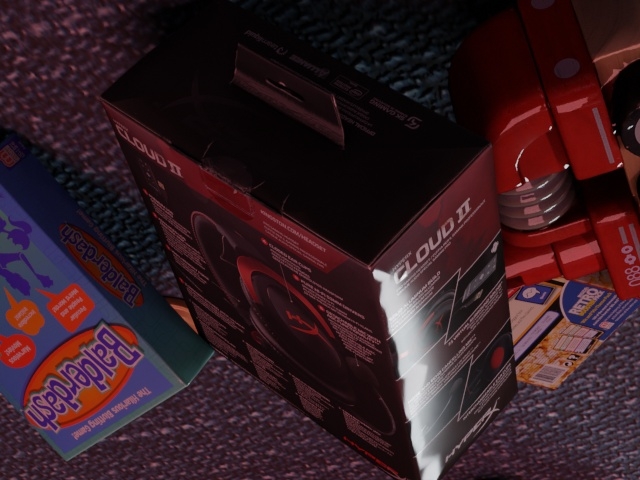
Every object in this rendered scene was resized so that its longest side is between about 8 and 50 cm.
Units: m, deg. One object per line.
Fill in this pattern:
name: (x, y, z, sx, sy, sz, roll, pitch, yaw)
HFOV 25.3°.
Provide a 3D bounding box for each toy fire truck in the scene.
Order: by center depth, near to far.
toy fire truck: (0.117, -0.051, 0.888, 0.246, 0.158, 0.217, -19, 139, 11)

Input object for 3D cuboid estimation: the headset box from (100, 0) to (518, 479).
headset box: (0.000, 0.000, 0.884, 0.218, 0.110, 0.293, 32, 155, 31)

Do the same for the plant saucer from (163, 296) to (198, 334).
plant saucer: (-0.126, 0.074, 1.161, 0.083, 0.013, 0.083, 3, 144, 2)

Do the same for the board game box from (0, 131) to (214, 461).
board game box: (-0.201, 0.047, 1.030, 0.210, 0.047, 0.160, 48, 130, -9)

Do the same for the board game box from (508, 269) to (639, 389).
board game box: (0.124, 0.041, 1.070, 0.193, 0.045, 0.147, 15, 142, -15)
